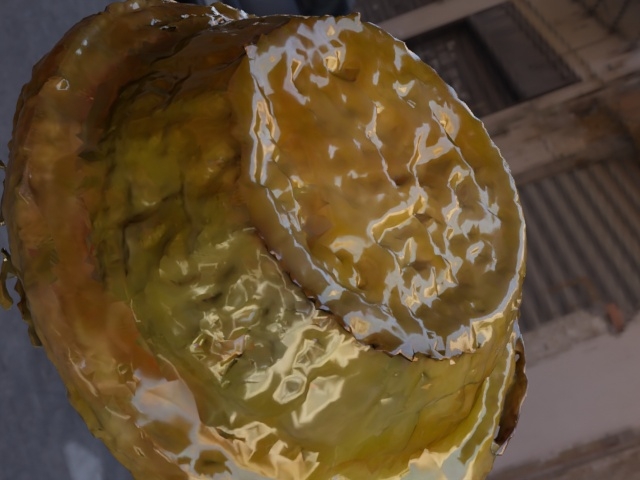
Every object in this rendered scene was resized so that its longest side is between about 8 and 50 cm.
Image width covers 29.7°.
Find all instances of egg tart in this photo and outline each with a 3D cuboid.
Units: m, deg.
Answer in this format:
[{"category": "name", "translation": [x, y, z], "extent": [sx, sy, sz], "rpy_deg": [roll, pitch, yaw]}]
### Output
[{"category": "egg tart", "translation": [0.000, 0.000, 0.542], "extent": [0.288, 0.118, 0.288], "rpy_deg": [22, 53, -32]}]
